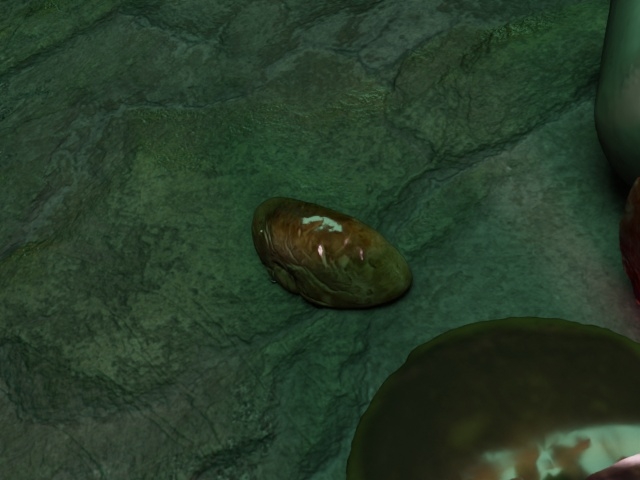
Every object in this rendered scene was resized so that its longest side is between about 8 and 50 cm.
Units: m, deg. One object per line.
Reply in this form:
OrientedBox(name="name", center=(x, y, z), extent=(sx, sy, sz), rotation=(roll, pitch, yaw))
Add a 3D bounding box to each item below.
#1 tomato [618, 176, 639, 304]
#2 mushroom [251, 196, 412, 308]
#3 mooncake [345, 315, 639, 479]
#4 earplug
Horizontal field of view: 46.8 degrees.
OrientedBox(name="tomato", center=(0.501, 0.031, 0.871), extent=(0.308, 0.309, 0.170), rotation=(5, 12, 19))
OrientedBox(name="mushroom", center=(0.000, 0.000, 1.142), extent=(0.285, 0.151, 0.156), rotation=(18, 62, 27))
OrientedBox(name="mooncake", center=(0.241, 0.282, 0.798), extent=(0.394, 0.246, 0.393), rotation=(16, 51, 25))
OrientedBox(name="earplug", center=(0.559, -0.235, 1.072), extent=(0.312, 0.313, 0.394), rotation=(10, 60, 22))
